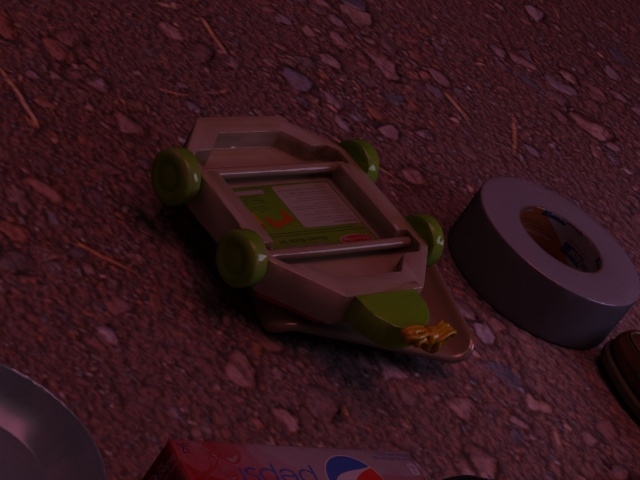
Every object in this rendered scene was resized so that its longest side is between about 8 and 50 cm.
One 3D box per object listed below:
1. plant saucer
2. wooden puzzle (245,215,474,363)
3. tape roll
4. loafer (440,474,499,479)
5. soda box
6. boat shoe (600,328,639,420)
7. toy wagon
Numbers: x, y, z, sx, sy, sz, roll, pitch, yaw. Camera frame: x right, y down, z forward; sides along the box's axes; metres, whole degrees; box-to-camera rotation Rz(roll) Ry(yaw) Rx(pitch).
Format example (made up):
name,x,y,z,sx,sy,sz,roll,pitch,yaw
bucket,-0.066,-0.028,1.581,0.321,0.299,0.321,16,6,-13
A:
name,x,y,z,sx,sy,sz,roll,pitch,yaw
plant saucer,-0.255,0.163,1.441,0.195,0.037,0.195,26,27,-15
wooden puzzle,0.018,0.037,1.948,0.239,0.044,0.221,9,36,-30
tape roll,0.256,0.024,2.193,0.219,0.072,0.219,27,27,-15
loafer,0.069,0.267,1.475,0.302,0.095,0.109,-35,103,-43
soda box,-0.022,0.223,1.551,0.263,0.083,0.092,8,37,-42
boat shoe,0.433,0.194,2.077,0.111,0.104,0.307,-3,45,-50
toy wagon,0.000,0.000,1.878,0.267,0.068,0.344,-6,46,-44
